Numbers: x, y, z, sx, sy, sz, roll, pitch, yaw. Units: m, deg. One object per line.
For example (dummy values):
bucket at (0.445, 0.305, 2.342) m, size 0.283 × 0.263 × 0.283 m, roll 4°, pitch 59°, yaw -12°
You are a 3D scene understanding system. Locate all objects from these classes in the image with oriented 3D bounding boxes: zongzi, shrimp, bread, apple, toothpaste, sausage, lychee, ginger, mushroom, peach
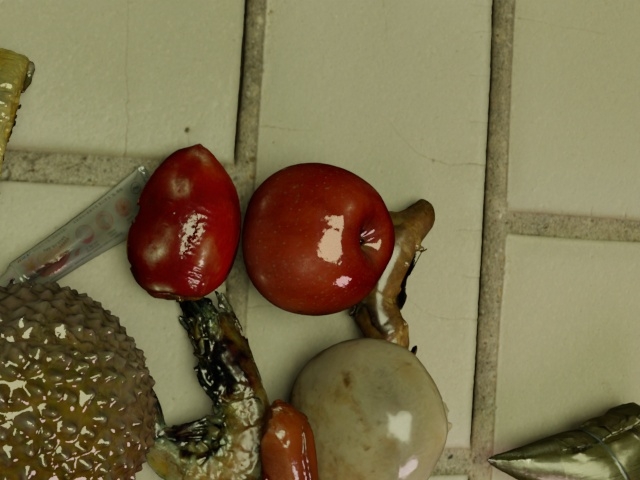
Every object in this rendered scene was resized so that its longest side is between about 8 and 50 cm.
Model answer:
zongzi at (0.494, 0.501, 2.049) m, size 0.361 × 0.160 × 0.322 m, roll -11°, pitch 92°, yaw -21°
shrimp at (-0.213, 0.252, 1.822) m, size 0.233 × 0.071 × 0.364 m, roll -22°, pitch 81°, yaw -2°
bread at (-0.566, -0.209, 1.677) m, size 0.204 × 0.162 × 0.261 m, roll 10°, pitch 71°, yaw -9°
apple at (0.000, 0.000, 1.826) m, size 0.260 × 0.217 × 0.260 m, roll 5°, pitch 84°, yaw -57°
toothpaste at (-0.394, 0.001, 1.785) m, size 0.323 × 0.066 × 0.100 m, roll -36°, pitch 105°, yaw -22°
sausage at (-0.049, 0.416, 1.775) m, size 0.102 × 0.102 × 0.330 m, roll -10°, pitch 110°, yaw -20°
lychee at (-0.433, 0.246, 1.597) m, size 0.381 × 0.432 × 0.380 m, roll -1°, pitch 67°, yaw 2°
ginger at (0.128, 0.063, 1.955) m, size 0.133 × 0.107 × 0.309 m, roll 10°, pitch 81°, yaw -6°
mushroom at (0.101, 0.303, 1.865) m, size 0.290 × 0.298 × 0.297 m, roll -9°, pitch 92°, yaw -49°
peach at (-0.209, -0.034, 1.779) m, size 0.154 × 0.159 × 0.267 m, roll 14°, pitch 77°, yaw 24°

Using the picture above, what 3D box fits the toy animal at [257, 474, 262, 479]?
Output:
toy animal at (-0.053, 0.450, 1.893) m, size 0.214 × 0.094 × 0.186 m, roll 3°, pitch 97°, yaw -20°
